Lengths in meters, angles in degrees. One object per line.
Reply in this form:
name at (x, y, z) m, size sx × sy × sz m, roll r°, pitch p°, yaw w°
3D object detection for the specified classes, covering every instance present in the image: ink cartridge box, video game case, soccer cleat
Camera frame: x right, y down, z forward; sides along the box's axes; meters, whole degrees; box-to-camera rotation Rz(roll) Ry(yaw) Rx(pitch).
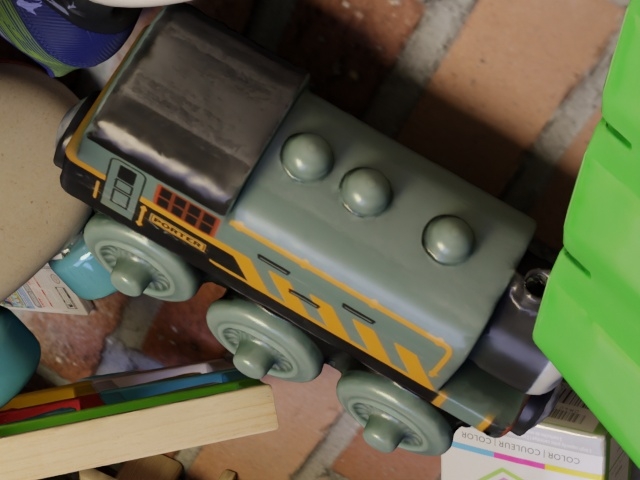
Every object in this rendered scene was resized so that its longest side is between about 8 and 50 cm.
ink cartridge box at (0.138, 0.188, 1.245) m, size 0.109 × 0.062 × 0.209 m, roll 12°, pitch 120°, yaw 25°
video game case at (-0.233, 0.018, 1.418) m, size 0.122 × 0.011 × 0.087 m, roll 3°, pitch 135°, yaw 34°
soccer cleat at (-0.230, -0.197, 1.094) m, size 0.289 × 0.093 × 0.121 m, roll 39°, pitch 142°, yaw -11°

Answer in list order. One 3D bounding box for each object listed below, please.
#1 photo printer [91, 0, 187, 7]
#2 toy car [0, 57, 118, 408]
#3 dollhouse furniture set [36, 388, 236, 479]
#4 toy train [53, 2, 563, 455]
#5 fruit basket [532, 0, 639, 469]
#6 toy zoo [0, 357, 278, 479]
photo printer at (-0.106, -0.254, 0.925) m, size 0.307 × 0.107 × 0.256 m, roll 47°, pitch 142°, yaw -20°
toy car at (-0.265, -0.038, 1.273) m, size 0.219 × 0.210 × 0.238 m, roll 50°, pitch 169°, yaw -27°
dollhouse furniture set at (-0.167, 0.278, 1.545) m, size 0.212 × 0.161 × 0.242 m, roll 22°, pitch 143°, yaw 13°
toy train at (0.000, 0.000, 1.092) m, size 0.334 × 0.142 × 0.190 m, roll 31°, pitch 157°, yaw 1°
fruit basket at (0.287, 0.014, 0.771) m, size 0.392 × 0.283 × 0.392 m, roll 29°, pitch 138°, yaw 29°
toy zoo at (-0.143, 0.115, 1.272) m, size 0.293 × 0.192 × 0.030 m, roll -179°, pitch 79°, yaw -79°
